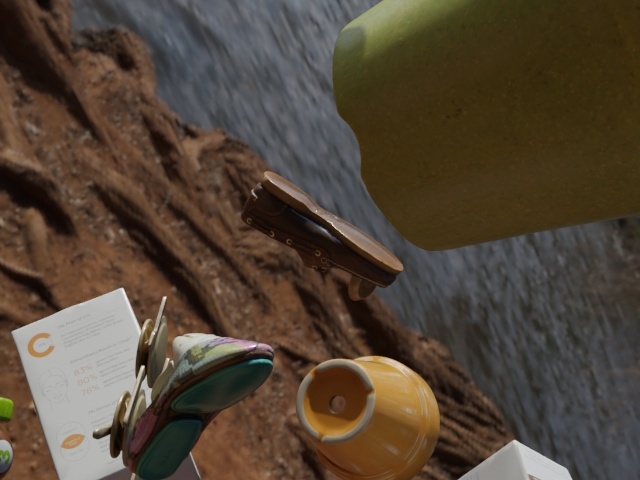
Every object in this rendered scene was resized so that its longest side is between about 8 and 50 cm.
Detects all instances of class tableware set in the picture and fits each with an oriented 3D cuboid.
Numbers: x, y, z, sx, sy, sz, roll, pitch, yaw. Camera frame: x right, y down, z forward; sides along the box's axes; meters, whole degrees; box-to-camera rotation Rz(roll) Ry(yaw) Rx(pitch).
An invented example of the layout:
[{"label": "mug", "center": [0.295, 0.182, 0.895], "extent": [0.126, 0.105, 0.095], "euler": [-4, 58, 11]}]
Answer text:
[{"label": "tableware set", "center": [-0.213, 0.168, 1.142], "extent": [0.194, 0.039, 0.128], "euler": [-81, 178, -46]}]

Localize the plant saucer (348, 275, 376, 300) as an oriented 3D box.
[{"label": "plant saucer", "center": [0.084, 0.076, 1.834], "extent": [0.015, 0.083, 0.083], "euler": [29, -9, 34]}]

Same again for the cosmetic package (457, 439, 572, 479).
[{"label": "cosmetic package", "center": [0.213, 0.366, 1.294], "extent": [0.117, 0.231, 0.085], "euler": [32, 27, -31]}]

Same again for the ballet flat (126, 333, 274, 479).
[{"label": "ballet flat", "center": [-0.118, 0.134, 0.900], "extent": [0.076, 0.221, 0.079], "euler": [9, 47, -34]}]

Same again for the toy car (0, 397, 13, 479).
[{"label": "toy car", "center": [-0.463, 0.261, 1.253], "extent": [0.188, 0.148, 0.155], "euler": [133, -36, -66]}]

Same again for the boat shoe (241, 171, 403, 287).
[{"label": "boat shoe", "center": [0.000, 0.000, 1.213], "extent": [0.207, 0.073, 0.073], "euler": [34, 14, 8]}]

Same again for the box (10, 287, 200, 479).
[{"label": "box", "center": [-0.379, 0.292, 1.763], "extent": [0.168, 0.215, 0.345], "euler": [85, -20, -54]}]

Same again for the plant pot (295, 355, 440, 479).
[{"label": "plant pot", "center": [0.057, 0.265, 1.526], "extent": [0.188, 0.205, 0.205], "euler": [40, 32, -58]}]

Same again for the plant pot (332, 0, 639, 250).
[{"label": "plant pot", "center": [0.158, -0.113, 0.676], "extent": [0.276, 0.253, 0.276], "euler": [37, 42, -44]}]
